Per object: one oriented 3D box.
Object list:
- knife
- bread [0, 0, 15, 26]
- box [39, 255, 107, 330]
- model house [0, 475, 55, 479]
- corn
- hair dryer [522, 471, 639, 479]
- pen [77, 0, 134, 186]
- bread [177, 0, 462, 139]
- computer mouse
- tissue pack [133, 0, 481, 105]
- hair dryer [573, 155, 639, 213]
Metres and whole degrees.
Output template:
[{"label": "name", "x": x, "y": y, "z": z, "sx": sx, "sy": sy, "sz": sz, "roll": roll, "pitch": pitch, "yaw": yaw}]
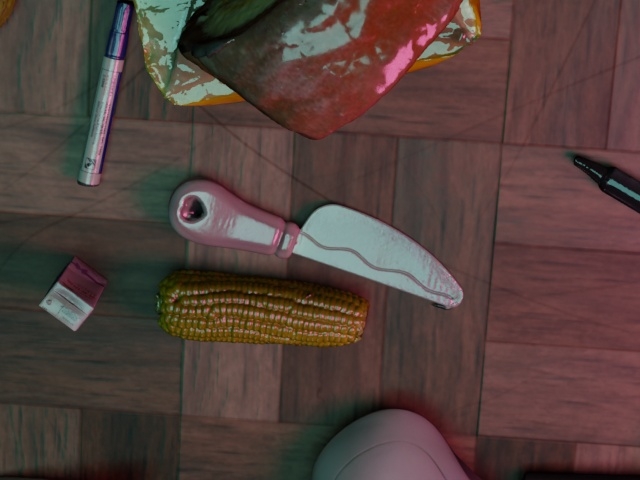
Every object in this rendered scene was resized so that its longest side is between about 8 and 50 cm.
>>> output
[{"label": "knife", "x": 0.000, "y": -0.003, "z": 1.858, "sx": 0.336, "sy": 0.043, "sz": 0.081, "roll": 15, "pitch": 98, "yaw": -8}, {"label": "bread", "x": -0.388, "y": -0.253, "z": 1.763, "sx": 0.129, "sy": 0.114, "sz": 0.111, "roll": 31, "pitch": 110, "yaw": -2}, {"label": "box", "x": -0.262, "y": 0.056, "z": 1.834, "sx": 0.050, "sy": 0.117, "sz": 0.036, "roll": 37, "pitch": 101, "yaw": -9}, {"label": "model house", "x": -0.300, "y": 0.372, "z": 1.921, "sx": 0.229, "sy": 0.122, "sz": 0.188, "roll": -1, "pitch": 118, "yaw": 17}, {"label": "corn", "x": -0.064, "y": 0.078, "z": 1.851, "sx": 0.231, "sy": 0.080, "sz": 0.080, "roll": 7, "pitch": 105, "yaw": 0}, {"label": "hair dryer", "x": 0.343, "y": 0.291, "z": 1.899, "sx": 0.251, "sy": 0.089, "sz": 0.197, "roll": 5, "pitch": 107, "yaw": 11}, {"label": "pen", "x": -0.227, "y": -0.155, "z": 1.825, "sx": 0.025, "sy": 0.025, "sz": 0.204, "roll": 14, "pitch": 104, "yaw": -1}, {"label": "bread", "x": 0.014, "y": -0.192, "z": 1.339, "sx": 0.123, "sy": 0.190, "sz": 0.244, "roll": 41, "pitch": 101, "yaw": -22}, {"label": "computer mouse", "x": 0.122, "y": 0.320, "z": 1.886, "sx": 0.184, "sy": 0.121, "sz": 0.297, "roll": -35, "pitch": 99, "yaw": 9}, {"label": "tissue pack", "x": -0.007, "y": -0.269, "z": 1.604, "sx": 0.293, "sy": 0.382, "sz": 0.228, "roll": -10, "pitch": 102, "yaw": 5}, {"label": "hair dryer", "x": 0.349, "y": -0.018, "z": 1.829, "sx": 0.195, "sy": 0.050, "sz": 0.173, "roll": 18, "pitch": 104, "yaw": 2}]
